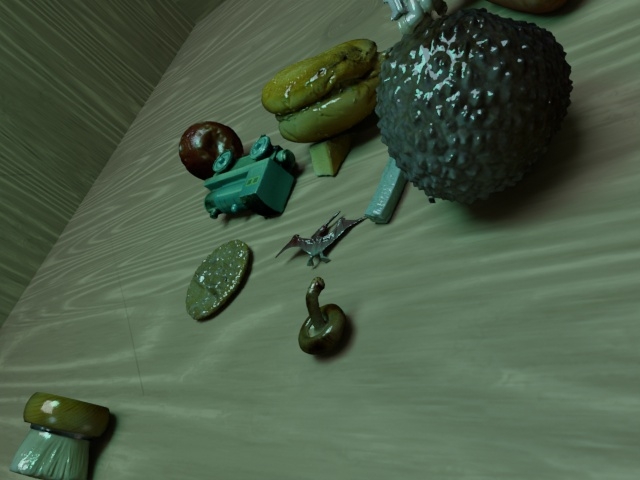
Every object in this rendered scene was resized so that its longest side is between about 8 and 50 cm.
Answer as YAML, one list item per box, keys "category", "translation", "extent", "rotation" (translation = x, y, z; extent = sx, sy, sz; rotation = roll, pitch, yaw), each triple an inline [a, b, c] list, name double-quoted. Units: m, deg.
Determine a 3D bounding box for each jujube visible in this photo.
- category: "jujube"
  translation: [-0.332, -0.261, 1.536]
  extent: [0.190, 0.190, 0.255]
  rotation: [-55, 21, -9]

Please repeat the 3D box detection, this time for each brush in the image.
- category: "brush"
  translation: [-0.598, 0.440, 1.159]
  extent: [0.267, 0.174, 0.166]
  rotation: [-16, 54, 51]

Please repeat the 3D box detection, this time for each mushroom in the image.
- category: "mushroom"
  translation: [0.007, 0.126, 0.847]
  extent: [0.088, 0.073, 0.129]
  rotation: [-150, 65, -70]

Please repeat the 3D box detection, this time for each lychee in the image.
- category: "lychee"
  translation: [0.225, -0.200, 0.768]
  extent: [0.300, 0.300, 0.300]
  rotation: [-30, 38, 26]

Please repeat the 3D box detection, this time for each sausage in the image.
- category: "sausage"
  translation: [0.404, -0.513, 1.012]
  extent: [0.113, 0.113, 0.259]
  rotation: [-41, 33, 12]

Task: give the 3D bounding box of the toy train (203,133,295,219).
- category: "toy train"
  translation: [-0.192, -0.146, 1.319]
  extent: [0.298, 0.120, 0.194]
  rotation: [-9, 55, 44]

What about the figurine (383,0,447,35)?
- category: "figurine"
  translation: [0.276, -0.603, 1.182]
  extent: [0.257, 0.182, 0.144]
  rotation: [-38, 50, 44]

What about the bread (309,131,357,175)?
- category: "bread"
  translation: [0.034, -0.204, 1.206]
  extent: [0.109, 0.080, 0.084]
  rotation: [-27, 19, -36]

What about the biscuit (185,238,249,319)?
- category: "biscuit"
  translation: [-0.247, 0.090, 1.217]
  extent: [0.220, 0.033, 0.220]
  rotation: [-31, 37, 27]

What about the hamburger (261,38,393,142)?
- category: "hamburger"
  translation: [0.024, -0.353, 1.194]
  extent: [0.314, 0.170, 0.290]
  rotation: [-7, 36, 42]

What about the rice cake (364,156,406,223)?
- category: "rice cake"
  translation: [0.149, -0.140, 0.987]
  extent: [0.045, 0.042, 0.245]
  rotation: [0, 56, 44]

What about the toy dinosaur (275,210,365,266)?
- category: "toy dinosaur"
  translation: [-0.001, -0.001, 1.029]
  extent: [0.220, 0.032, 0.108]
  rotation: [-20, 38, 22]
